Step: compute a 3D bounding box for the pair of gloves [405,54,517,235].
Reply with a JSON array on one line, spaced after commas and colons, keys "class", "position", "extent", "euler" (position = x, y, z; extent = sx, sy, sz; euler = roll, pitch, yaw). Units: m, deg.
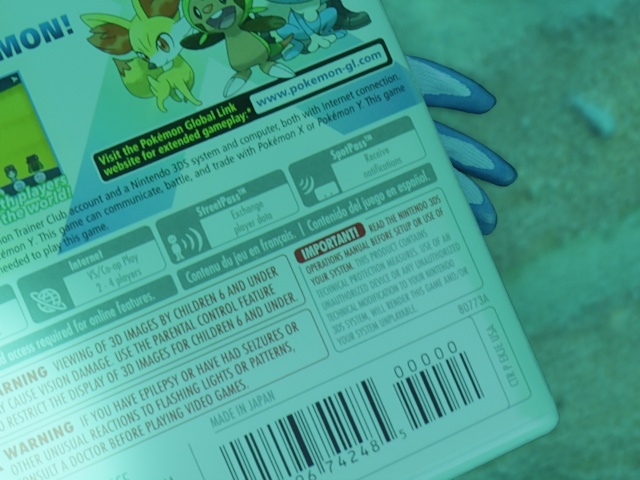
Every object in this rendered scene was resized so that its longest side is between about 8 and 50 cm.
[{"class": "pair of gloves", "position": [0.000, 0.000, 0.715], "extent": [0.159, 0.023, 0.198], "euler": [32, 87, -30]}]

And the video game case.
[{"class": "video game case", "position": [-0.116, -0.004, 0.569], "extent": [0.329, 0.036, 0.300], "euler": [-23, 90, -13]}]
